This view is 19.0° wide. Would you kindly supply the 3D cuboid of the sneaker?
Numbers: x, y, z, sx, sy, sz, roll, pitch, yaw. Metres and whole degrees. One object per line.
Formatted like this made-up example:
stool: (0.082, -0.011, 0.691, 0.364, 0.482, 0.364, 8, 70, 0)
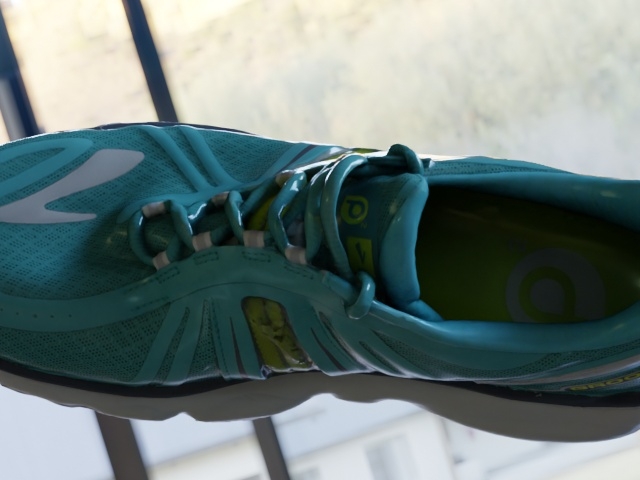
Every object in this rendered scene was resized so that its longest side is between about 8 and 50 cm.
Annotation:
sneaker: (0.000, 0.000, 0.614, 0.275, 0.107, 0.110, 2, -18, 1)
